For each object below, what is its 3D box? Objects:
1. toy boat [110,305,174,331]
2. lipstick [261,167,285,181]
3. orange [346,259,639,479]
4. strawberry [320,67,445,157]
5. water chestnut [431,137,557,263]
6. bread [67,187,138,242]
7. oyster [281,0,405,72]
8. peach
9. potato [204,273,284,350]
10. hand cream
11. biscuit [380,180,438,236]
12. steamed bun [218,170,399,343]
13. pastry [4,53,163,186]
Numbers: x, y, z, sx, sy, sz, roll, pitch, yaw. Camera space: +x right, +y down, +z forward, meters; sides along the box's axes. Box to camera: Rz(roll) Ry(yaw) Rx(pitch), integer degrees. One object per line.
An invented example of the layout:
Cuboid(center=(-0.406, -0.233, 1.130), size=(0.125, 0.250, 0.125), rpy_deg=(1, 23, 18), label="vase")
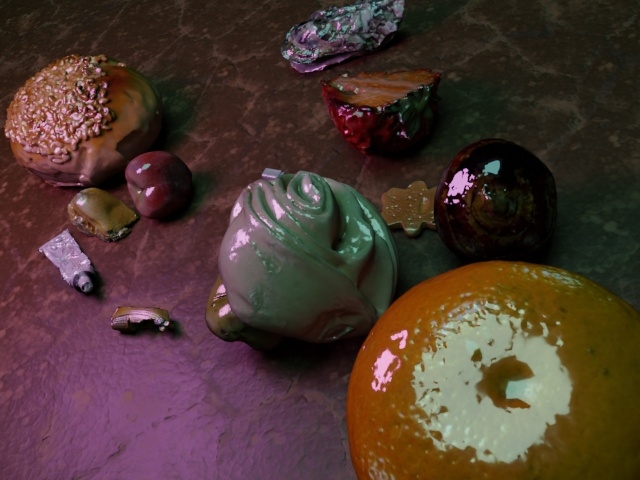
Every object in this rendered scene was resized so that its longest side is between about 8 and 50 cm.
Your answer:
Cuboid(center=(-0.356, 0.161, 1.472), size=(0.149, 0.047, 0.049), rpy_deg=(0, 64, 25), label="toy boat")
Cuboid(center=(-0.078, -0.137, 1.635), size=(0.107, 0.025, 0.025), rpy_deg=(13, 57, 23), label="lipstick")
Cuboid(center=(0.246, 0.233, 0.971), size=(0.424, 0.326, 0.424), rpy_deg=(-5, 67, 11), label="orange")
Cuboid(center=(0.114, -0.269, 1.594), size=(0.280, 0.150, 0.253), rpy_deg=(4, 32, 28), label="strawberry")
Cuboid(center=(0.308, -0.067, 1.306), size=(0.223, 0.224, 0.238), rpy_deg=(-32, 7, -7), label="water chestnut")
Cuboid(center=(-0.515, -0.071, 1.701), size=(0.156, 0.110, 0.103), rpy_deg=(7, 48, 26), label="bread")
Cuboid(center=(0.068, -0.539, 1.855), size=(0.351, 0.158, 0.162), rpy_deg=(-20, 79, 23), label="oyster")
Cuboid(center=(-0.362, -0.134, 1.676), size=(0.152, 0.152, 0.152), rpy_deg=(-12, 47, 13), label="peach")
Cuboid(center=(-0.123, 0.111, 1.348), size=(0.137, 0.154, 0.200), rpy_deg=(-48, 20, 37), label="potato")
Cuboid(center=(-0.558, 0.052, 1.650), size=(0.084, 0.050, 0.257), rpy_deg=(-39, 41, -16), label="hand cream")
Cuboid(center=(0.205, -0.065, 1.453), size=(0.184, 0.027, 0.133), rpy_deg=(-11, 48, 11), label="biscuit")
Cuboid(center=(0.000, 0.008, 1.258), size=(0.324, 0.219, 0.310), rpy_deg=(18, 45, -18), label="steamed bun")
Cuboid(center=(-0.601, -0.313, 1.851), size=(0.409, 0.245, 0.410), rpy_deg=(-11, 50, 13), label="pastry")
